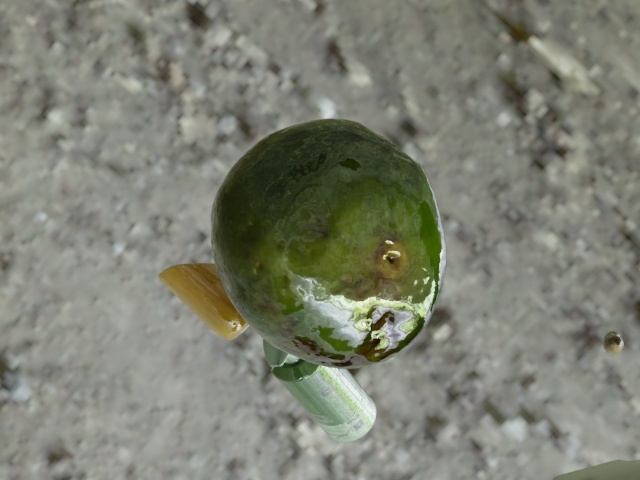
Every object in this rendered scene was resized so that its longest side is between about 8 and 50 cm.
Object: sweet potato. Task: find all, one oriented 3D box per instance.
[{"bbox_3d":[0.352,0.123,2.092,0.026,0.026,0.115,44,6,3],"label":"sweet potato"}]

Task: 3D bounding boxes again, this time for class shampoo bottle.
[{"bbox_3d":[-0.006,0.140,1.751,0.204,0.065,0.065,53,12,-52],"label":"shampoo bottle"}]

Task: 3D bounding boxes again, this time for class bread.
[{"bbox_3d":[-0.110,0.051,1.789,0.103,0.049,0.062,43,60,2],"label":"bread"}]

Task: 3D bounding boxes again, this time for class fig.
[{"bbox_3d":[0.000,0.000,1.378,0.195,0.195,0.245,33,-4,-16],"label":"fig"}]

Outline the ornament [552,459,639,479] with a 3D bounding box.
[{"bbox_3d":[0.250,0.348,1.479,0.240,0.240,0.239,-80,154,-74],"label":"ornament"}]
